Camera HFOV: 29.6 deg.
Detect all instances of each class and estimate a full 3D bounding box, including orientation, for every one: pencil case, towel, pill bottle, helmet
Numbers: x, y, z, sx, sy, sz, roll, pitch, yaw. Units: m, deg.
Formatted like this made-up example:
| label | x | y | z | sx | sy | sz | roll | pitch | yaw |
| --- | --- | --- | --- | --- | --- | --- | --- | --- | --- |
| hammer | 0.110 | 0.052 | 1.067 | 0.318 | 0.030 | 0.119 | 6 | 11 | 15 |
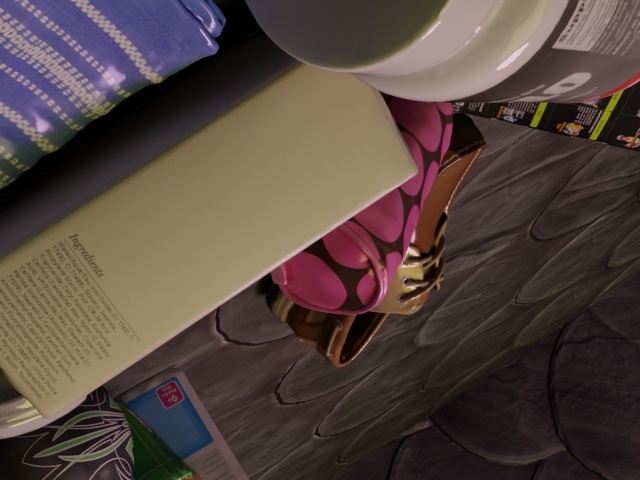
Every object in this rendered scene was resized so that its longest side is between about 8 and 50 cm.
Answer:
| label | x | y | z | sx | sy | sz | roll | pitch | yaw |
| --- | --- | --- | --- | --- | --- | --- | --- | --- | --- |
| pencil case | 0.027 | -0.038 | 0.859 | 0.209 | 0.098 | 0.095 | -62 | 151 | -50 |
| towel | -0.216 | -0.052 | 0.585 | 0.336 | 0.040 | 0.243 | -36 | 162 | 5 |
| pill bottle | 0.089 | -0.156 | 0.665 | 0.161 | 0.161 | 0.283 | -45 | 160 | 30 |
| helmet | -0.231 | 0.177 | 0.973 | 0.161 | 0.169 | 0.169 | -27 | 171 | 37 |

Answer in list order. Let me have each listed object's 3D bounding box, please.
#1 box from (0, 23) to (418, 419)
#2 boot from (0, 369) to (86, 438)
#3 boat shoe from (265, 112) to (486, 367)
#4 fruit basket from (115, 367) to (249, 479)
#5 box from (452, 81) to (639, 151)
| label | x | y | z | sx | sy | sz | roll | pitch | yaw |
| --- | --- | --- | --- | --- | --- | --- | --- | --- | --- |
| box | -0.089 | -0.023 | 0.737 | 0.275 | 0.094 | 0.113 | -33 | 120 | -5 |
| boot | -0.162 | 0.031 | 0.856 | 0.258 | 0.095 | 0.123 | -39 | 159 | -17 |
| boat shoe | 0.066 | 0.010 | 1.141 | 0.122 | 0.120 | 0.324 | -26 | 162 | -39 |
| fruit basket | -0.190 | 0.348 | 1.189 | 0.327 | 0.353 | 0.165 | -30 | 164 | -13 |
| box | 0.194 | -0.139 | 0.915 | 0.184 | 0.045 | 0.190 | 11 | 159 | 3 |
